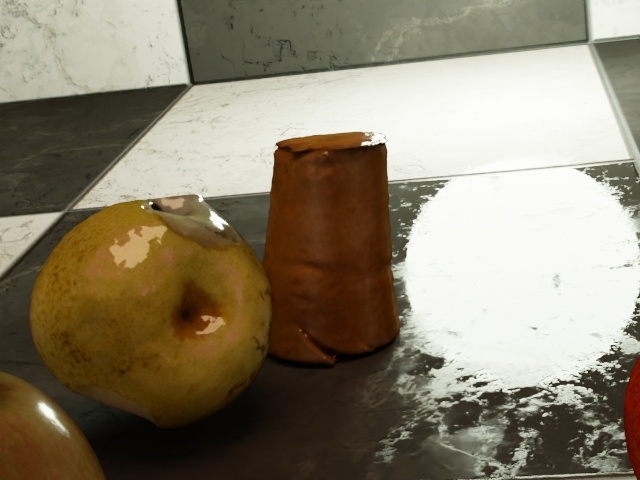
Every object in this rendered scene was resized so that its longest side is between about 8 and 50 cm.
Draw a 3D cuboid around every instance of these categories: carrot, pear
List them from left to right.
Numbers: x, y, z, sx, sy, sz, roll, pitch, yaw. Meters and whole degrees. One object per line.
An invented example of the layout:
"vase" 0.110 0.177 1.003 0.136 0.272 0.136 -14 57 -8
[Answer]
"pear" -0.186 0.080 1.344 0.271 0.271 0.271 -7 19 2
"carrot" 0.000 0.000 1.501 0.196 0.254 0.196 -4 17 1

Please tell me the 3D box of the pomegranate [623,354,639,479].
"pomegranate" 0.372 0.152 0.988 0.256 0.221 0.221 20 31 31

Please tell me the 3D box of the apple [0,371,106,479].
"apple" -0.291 0.231 0.982 0.256 0.234 0.257 -7 22 3
